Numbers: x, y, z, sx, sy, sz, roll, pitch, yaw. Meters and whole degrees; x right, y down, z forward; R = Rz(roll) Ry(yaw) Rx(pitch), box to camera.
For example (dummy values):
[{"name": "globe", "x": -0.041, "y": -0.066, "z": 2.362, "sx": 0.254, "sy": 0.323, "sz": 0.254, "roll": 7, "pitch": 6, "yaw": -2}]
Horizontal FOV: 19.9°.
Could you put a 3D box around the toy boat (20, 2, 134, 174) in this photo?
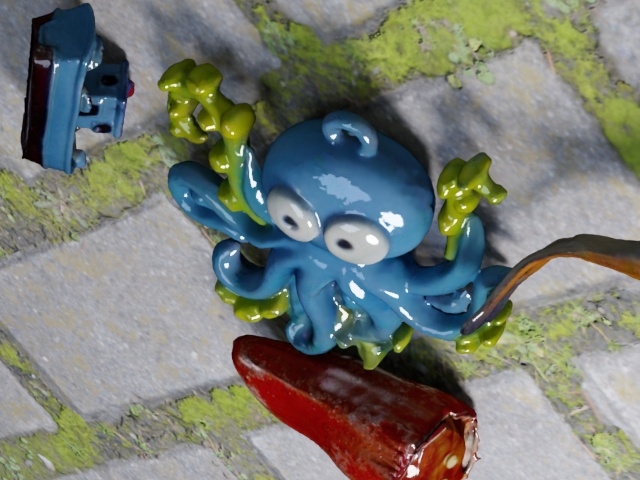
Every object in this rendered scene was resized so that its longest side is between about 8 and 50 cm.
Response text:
[{"name": "toy boat", "x": -0.215, "y": -0.127, "z": 1.622, "sx": 0.097, "sy": 0.100, "sz": 0.223, "roll": 4, "pitch": 151, "yaw": -10}]

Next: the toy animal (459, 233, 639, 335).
[{"name": "toy animal", "x": 0.264, "y": 0.022, "z": 1.326, "sx": 0.284, "sy": 0.225, "sz": 0.302, "roll": 37, "pitch": 130, "yaw": 26}]

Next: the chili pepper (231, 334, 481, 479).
[{"name": "chili pepper", "x": 0.025, "y": 0.160, "z": 1.706, "sx": 0.253, "sy": 0.144, "sz": 0.136, "roll": 28, "pitch": 106, "yaw": 30}]

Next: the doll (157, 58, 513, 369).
[{"name": "doll", "x": 0.000, "y": 0.000, "z": 1.542, "sx": 0.346, "sy": 0.099, "sz": 0.341, "roll": 28, "pitch": 143, "yaw": 16}]
